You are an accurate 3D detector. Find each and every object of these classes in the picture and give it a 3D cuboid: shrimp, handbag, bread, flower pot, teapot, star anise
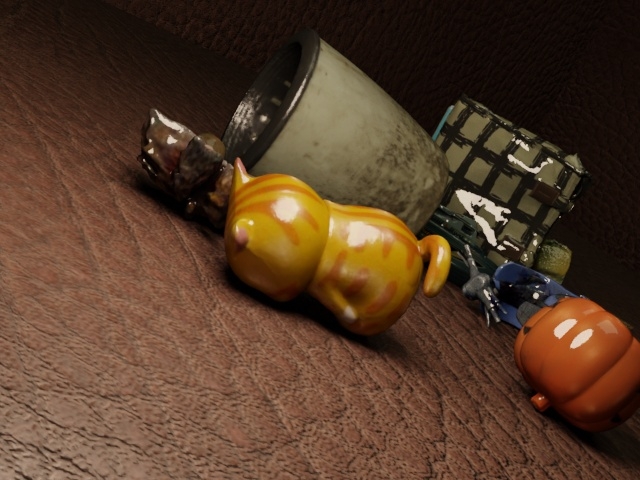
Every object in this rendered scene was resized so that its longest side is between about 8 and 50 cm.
[{"bbox_3d":[0.727,0.202,2.238,0.108,0.023,0.059,29,22,-1],"label":"shrimp"},{"bbox_3d":[0.365,-0.095,1.920,0.327,0.325,0.162,36,17,30],"label":"handbag"},{"bbox_3d":[0.502,0.085,2.056,0.103,0.156,0.110,23,45,2],"label":"bread"},{"bbox_3d":[0.030,-0.148,1.517,0.330,0.293,0.293,29,12,-23],"label":"flower pot"},{"bbox_3d":[-0.209,-0.142,1.445,0.110,0.080,0.085,24,-23,42],"label":"teapot"},{"bbox_3d":[-0.162,-0.079,1.244,0.223,0.109,0.236,36,-5,-6],"label":"star anise"}]

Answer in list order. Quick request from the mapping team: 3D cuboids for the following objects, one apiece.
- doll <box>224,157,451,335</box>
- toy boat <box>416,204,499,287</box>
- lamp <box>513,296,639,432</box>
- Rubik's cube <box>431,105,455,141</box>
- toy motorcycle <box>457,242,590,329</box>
[{"bbox_3d":[0.002,0.016,1.124,0.270,0.162,0.166,14,32,-19],"label":"doll"},{"bbox_3d":[0.228,-0.002,1.738,0.296,0.122,0.114,31,-11,-5],"label":"toy boat"},{"bbox_3d":[0.356,0.177,1.253,0.187,0.164,0.187,48,-3,3],"label":"lamp"},{"bbox_3d":[0.393,-0.127,2.170,0.290,0.291,0.291,34,15,17],"label":"Rubik's cube"},{"bbox_3d":[0.371,0.125,1.551,0.213,0.125,0.358,20,15,-27],"label":"toy motorcycle"}]
